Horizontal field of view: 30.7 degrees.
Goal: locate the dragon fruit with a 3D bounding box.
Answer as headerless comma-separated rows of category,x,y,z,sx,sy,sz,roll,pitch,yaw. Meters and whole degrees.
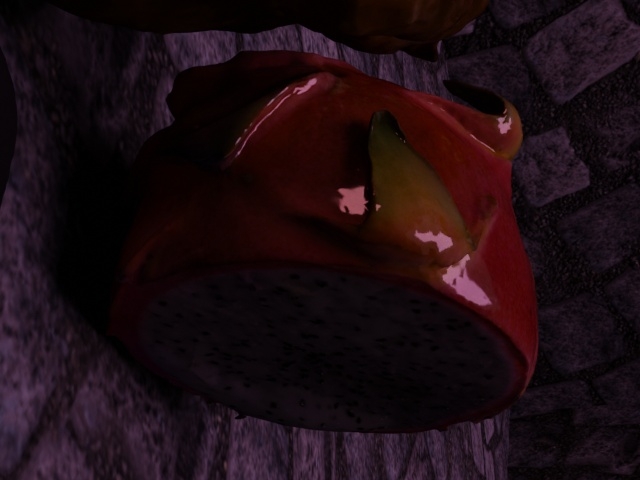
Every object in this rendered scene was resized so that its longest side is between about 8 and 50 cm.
dragon fruit,0.000,0.000,0.759,0.290,0.291,0.189,63,28,-53

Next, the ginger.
ginger,-0.031,-0.199,0.720,0.357,0.274,0.152,-44,142,-73

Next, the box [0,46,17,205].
box,-0.194,-0.060,0.480,0.212,0.042,0.201,65,23,-48
